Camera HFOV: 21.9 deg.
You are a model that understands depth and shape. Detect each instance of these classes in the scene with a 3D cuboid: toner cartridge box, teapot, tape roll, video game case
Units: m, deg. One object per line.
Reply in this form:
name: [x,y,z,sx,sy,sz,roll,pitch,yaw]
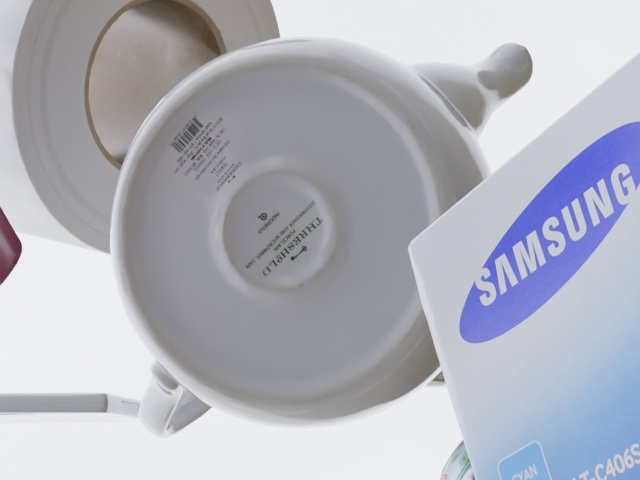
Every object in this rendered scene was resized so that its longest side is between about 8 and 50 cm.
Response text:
toner cartridge box: [0.164,-0.004,0.429,0.075,0.348,0.165,1,-118,-34]
teapot: [0.000,0.000,1.038,0.187,0.256,0.253,5,-96,-74]
tape roll: [-0.169,-0.118,1.196,0.246,0.169,0.246,-11,-75,-44]
video game case: [-0.284,0.171,1.671,0.183,0.201,0.023,39,-129,-75]

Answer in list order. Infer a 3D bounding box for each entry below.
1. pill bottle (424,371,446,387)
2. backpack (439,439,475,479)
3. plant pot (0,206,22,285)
pill bottle: [0.065,0.054,1.246,0.186,0.112,0.112,8,-82,-29]
backpack: [0.165,0.179,1.052,0.182,0.115,0.152,5,-93,-10]
plant pot: [-0.229,-0.022,0.675,0.201,0.201,0.180,-46,-73,-23]
